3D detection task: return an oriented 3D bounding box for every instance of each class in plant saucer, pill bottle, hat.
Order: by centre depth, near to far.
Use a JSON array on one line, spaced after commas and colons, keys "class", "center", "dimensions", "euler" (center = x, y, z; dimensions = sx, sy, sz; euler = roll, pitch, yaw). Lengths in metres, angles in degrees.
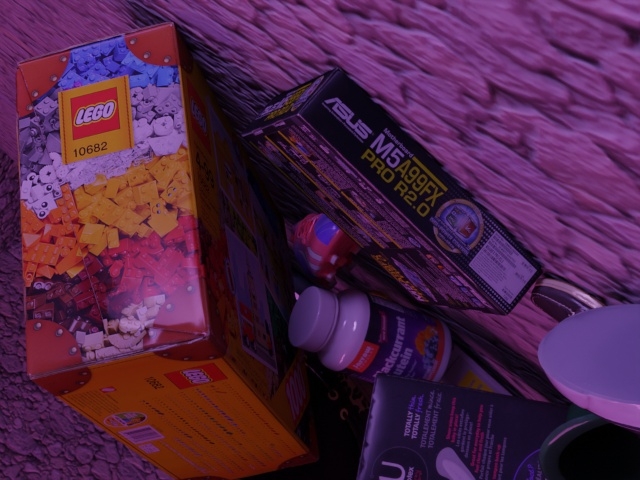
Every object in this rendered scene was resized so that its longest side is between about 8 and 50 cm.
[{"class": "hat", "center": [0.300, 0.152, 1.170], "dimensions": [0.208, 0.184, 0.173], "euler": [-29, 127, 33]}, {"class": "pill bottle", "center": [0.061, 0.124, 1.463], "dimensions": [0.193, 0.108, 0.108], "euler": [20, 177, -24]}, {"class": "plant saucer", "center": [-0.046, 0.082, 1.973], "dimensions": [0.195, 0.037, 0.195], "euler": [39, 170, 8]}]

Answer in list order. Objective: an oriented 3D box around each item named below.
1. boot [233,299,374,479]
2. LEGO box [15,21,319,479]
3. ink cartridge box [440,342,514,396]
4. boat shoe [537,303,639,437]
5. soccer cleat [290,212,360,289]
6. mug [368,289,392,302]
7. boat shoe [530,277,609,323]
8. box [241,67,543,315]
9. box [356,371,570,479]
[{"class": "boot", "center": [-0.070, 0.258, 1.623], "dimensions": [0.377, 0.284, 0.138], "euler": [46, 147, -4]}, {"class": "LEGO box", "center": [-0.167, 0.048, 1.375], "dimensions": [0.500, 0.193, 0.373], "euler": [63, -164, -63]}, {"class": "ink cartridge box", "center": [0.231, 0.254, 1.672], "dimensions": [0.307, 0.072, 0.303], "euler": [44, 168, -11]}, {"class": "boat shoe", "center": [0.297, 0.131, 0.874], "dimensions": [0.306, 0.113, 0.105], "euler": [10, 134, 51]}, {"class": "soccer cleat", "center": [0.000, 0.000, 1.423], "dimensions": [0.095, 0.083, 0.248], "euler": [43, 172, 7]}, {"class": "mug", "center": [0.092, 0.115, 1.613], "dimensions": [0.078, 0.062, 0.064], "euler": [40, 163, -35]}, {"class": "boat shoe", "center": [0.243, 0.084, 1.019], "dimensions": [0.152, 0.049, 0.056], "euler": [31, 166, 39]}, {"class": "box", "center": [0.061, -0.041, 1.109], "dimensions": [0.270, 0.060, 0.216], "euler": [43, 169, -12]}, {"class": "box", "center": [0.186, 0.272, 1.385], "dimensions": [0.270, 0.165, 0.143], "euler": [10, 163, 7]}]
